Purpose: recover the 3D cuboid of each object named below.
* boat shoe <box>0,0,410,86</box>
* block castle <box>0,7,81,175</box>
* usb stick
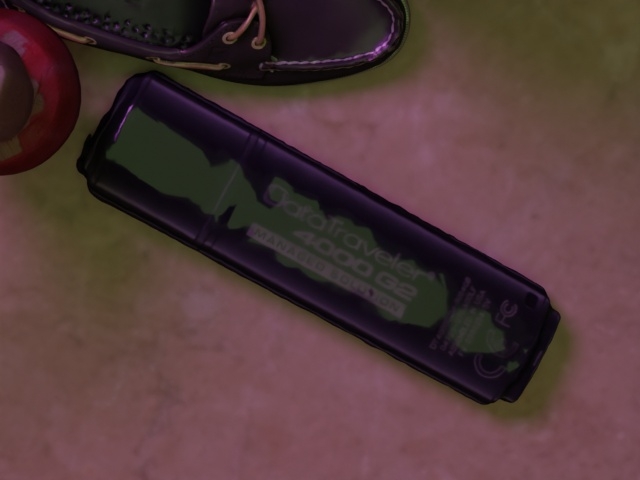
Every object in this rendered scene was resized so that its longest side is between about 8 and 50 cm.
[{"bbox_3d":[-0.062,-0.125,1.043,0.228,0.068,0.081,7,98,-5],"label":"boat shoe"},{"bbox_3d":[-0.344,-0.183,0.934,0.303,0.213,0.453,-28,95,1],"label":"block castle"},{"bbox_3d":[0.000,0.000,1.079,0.278,0.045,0.077,29,88,-8],"label":"usb stick"}]
